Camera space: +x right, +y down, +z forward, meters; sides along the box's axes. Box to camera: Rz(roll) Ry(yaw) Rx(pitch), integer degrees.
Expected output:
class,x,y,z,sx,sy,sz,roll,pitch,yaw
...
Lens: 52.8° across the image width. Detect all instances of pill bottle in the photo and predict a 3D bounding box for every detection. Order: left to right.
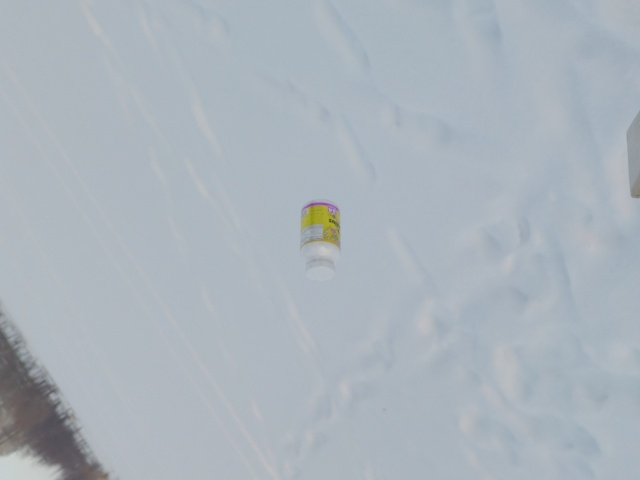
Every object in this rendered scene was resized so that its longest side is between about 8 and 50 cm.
class,x,y,z,sx,sy,sz,roll,pitch,yaw
pill bottle,0.000,0.000,0.684,0.043,0.043,0.083,104,169,-57

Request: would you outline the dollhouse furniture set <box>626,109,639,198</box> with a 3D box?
class,x,y,z,sx,sy,sz,roll,pitch,yaw
dollhouse furniture set,0.258,-0.033,0.323,0.151,0.144,0.123,13,146,4
